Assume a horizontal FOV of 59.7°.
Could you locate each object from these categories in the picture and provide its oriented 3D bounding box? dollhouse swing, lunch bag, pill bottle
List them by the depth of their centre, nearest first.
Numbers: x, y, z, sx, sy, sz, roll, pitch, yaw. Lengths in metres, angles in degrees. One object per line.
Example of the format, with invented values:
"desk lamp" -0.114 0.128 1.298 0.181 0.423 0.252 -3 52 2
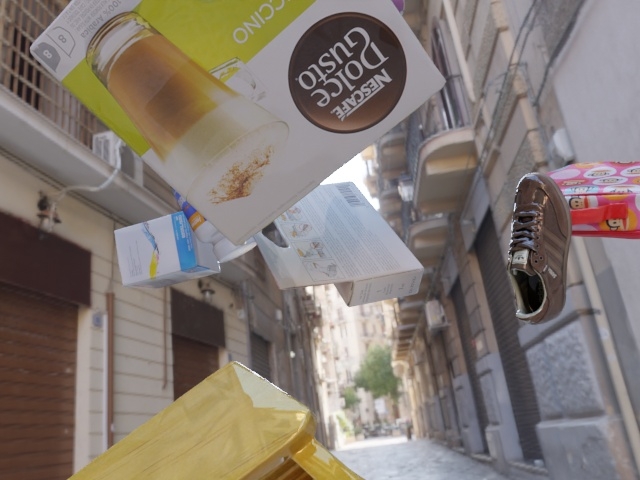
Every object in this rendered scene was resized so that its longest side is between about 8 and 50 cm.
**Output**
"dollhouse swing" -0.029 0.355 0.599 0.315 0.305 0.347 -35 -40 -8
"lunch bag" 0.559 -0.079 1.133 0.293 0.120 0.258 3 21 43
"pill bottle" -0.267 -0.088 1.399 0.152 0.272 0.152 -28 -7 -4

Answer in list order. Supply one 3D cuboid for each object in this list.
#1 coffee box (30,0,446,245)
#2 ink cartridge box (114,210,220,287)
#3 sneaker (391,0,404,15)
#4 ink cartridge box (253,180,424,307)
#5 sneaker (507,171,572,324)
"coffee box" -0.090 -0.268 0.756 0.337 0.338 0.334 -36 -64 15
"ink cartridge box" -0.441 0.033 1.613 0.232 0.168 0.171 -15 -11 9
"sneaker" 0.106 -0.420 1.110 0.095 0.105 0.236 1 -34 -9
"ink cartridge box" 0.000 0.000 1.004 0.261 0.296 0.066 -7 -52 -22
"sneaker" 0.264 0.010 0.684 0.071 0.189 0.066 -8 2 -43
